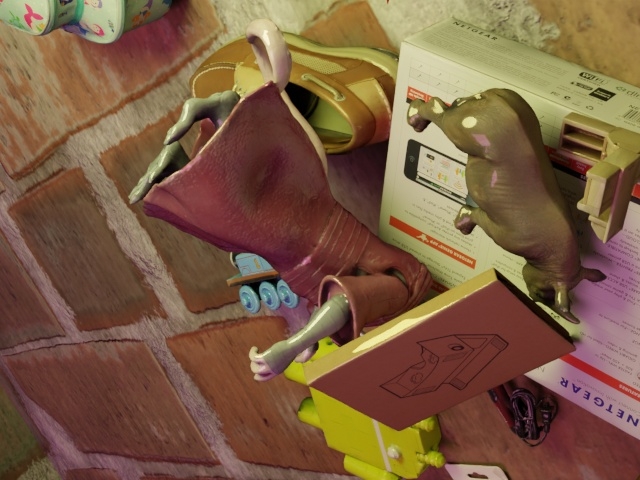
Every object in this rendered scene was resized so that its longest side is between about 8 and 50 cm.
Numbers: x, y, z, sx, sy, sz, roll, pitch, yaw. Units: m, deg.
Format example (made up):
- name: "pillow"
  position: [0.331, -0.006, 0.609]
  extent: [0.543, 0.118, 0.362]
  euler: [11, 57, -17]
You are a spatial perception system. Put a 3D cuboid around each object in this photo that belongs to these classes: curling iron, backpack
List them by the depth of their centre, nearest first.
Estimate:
- name: "curling iron"
  position: [0.189, 0.117, 1.082]
  extent: [0.068, 0.035, 0.274]
  euler: [-33, 88, 33]
- name: "backpack"
  position: [-0.302, -0.354, 1.114]
  extent: [0.253, 0.191, 0.225]
  euler: [24, 134, 27]

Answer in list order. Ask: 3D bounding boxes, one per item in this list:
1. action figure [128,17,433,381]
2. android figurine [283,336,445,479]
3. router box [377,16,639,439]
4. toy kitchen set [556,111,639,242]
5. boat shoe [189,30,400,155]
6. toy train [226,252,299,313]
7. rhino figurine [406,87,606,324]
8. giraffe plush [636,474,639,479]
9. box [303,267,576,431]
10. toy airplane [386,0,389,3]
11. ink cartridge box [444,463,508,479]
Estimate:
- name: "action figure"
  position: [0.000, 0.000, 0.938]
  extent: [0.370, 0.276, 0.248]
  euler: [34, -179, -9]
- name: "android figurine"
  position: [0.062, 0.245, 1.308]
  extent: [0.272, 0.056, 0.248]
  euler: [14, 129, 43]
- name: "router box"
  position: [0.214, -0.013, 0.883]
  extent: [0.335, 0.082, 0.301]
  euler: [30, 134, 29]
- name: "toy kitchen set"
  position: [0.208, -0.047, 0.733]
  extent: [0.075, 0.083, 0.068]
  euler: [26, 132, 32]
- name: "boat shoe"
  position: [-0.044, -0.160, 1.032]
  extent: [0.324, 0.120, 0.123]
  euler: [10, 126, 43]
- name: "toy train"
  position: [-0.061, 0.036, 1.255]
  extent: [0.184, 0.080, 0.105]
  euler: [-12, 101, 54]
- name: "rhino figurine"
  position: [0.169, -0.024, 0.787]
  extent: [0.106, 0.073, 0.243]
  euler: [2, 126, 59]
- name: "giraffe plush"
  position: [0.377, 0.385, 0.996]
  extent: [0.170, 0.181, 0.210]
  euler: [28, 146, 20]
- name: "box"
  position: [0.110, 0.107, 0.843]
  extent: [0.201, 0.021, 0.164]
  euler: [-30, 140, 23]
- name: "toy airplane"
  position: [0.060, -0.302, 0.877]
  extent: [0.151, 0.028, 0.151]
  euler: [30, 139, 30]
- name: "ink cartridge box"
  position: [0.230, 0.397, 1.236]
  extent: [0.115, 0.067, 0.198]
  euler: [-17, 106, 53]
